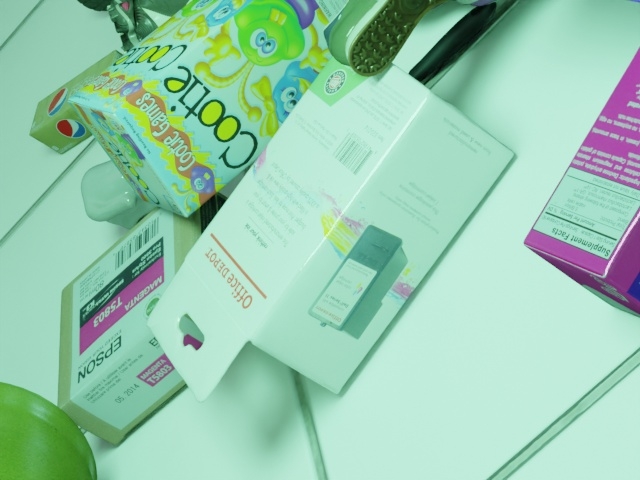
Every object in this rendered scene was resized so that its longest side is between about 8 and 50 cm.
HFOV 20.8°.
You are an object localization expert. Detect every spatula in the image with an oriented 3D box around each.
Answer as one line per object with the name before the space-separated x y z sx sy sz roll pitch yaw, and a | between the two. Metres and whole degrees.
spatula | 0.072 -0.161 1.789 0.296 0.030 0.084 -33 25 33

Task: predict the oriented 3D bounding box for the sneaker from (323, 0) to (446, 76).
sneaker | 0.076 -0.239 1.630 0.192 0.064 0.086 -46 33 -6

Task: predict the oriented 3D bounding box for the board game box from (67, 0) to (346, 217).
board game box | -0.103 -0.172 1.850 0.275 0.144 0.142 -41 26 -15

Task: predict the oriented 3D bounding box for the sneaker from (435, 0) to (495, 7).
sneaker | 0.126 -0.307 1.718 0.114 0.152 0.305 -40 20 -32

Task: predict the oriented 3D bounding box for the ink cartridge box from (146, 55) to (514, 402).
ink cartridge box | 0.000 0.000 1.660 0.353 0.119 0.207 -53 30 5

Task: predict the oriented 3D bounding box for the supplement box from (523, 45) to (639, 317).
supplement box | 0.272 -0.053 1.326 0.220 0.111 0.114 -59 31 -1

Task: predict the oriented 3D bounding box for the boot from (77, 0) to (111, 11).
boot | -0.254 -0.443 2.492 0.246 0.083 0.161 -44 23 19

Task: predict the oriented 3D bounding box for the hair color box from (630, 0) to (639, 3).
hair color box | 0.234 -0.279 1.429 0.339 0.185 0.110 19 122 44

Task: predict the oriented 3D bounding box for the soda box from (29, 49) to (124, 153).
soda box | -0.312 -0.184 2.336 0.181 0.058 0.061 -27 42 42

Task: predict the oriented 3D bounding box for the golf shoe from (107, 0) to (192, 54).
golf shoe | -0.226 -0.321 2.320 0.120 0.105 0.273 -22 33 -2

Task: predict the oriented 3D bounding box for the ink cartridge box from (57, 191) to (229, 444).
ink cartridge box | -0.181 0.075 1.885 0.235 0.088 0.193 -40 34 26

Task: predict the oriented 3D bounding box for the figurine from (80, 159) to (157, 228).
figurine | -0.181 -0.134 2.083 0.209 0.092 0.215 -27 43 34

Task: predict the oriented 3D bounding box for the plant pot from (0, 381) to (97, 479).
plant pot | -0.352 0.327 1.694 0.366 0.366 0.353 -44 21 22
